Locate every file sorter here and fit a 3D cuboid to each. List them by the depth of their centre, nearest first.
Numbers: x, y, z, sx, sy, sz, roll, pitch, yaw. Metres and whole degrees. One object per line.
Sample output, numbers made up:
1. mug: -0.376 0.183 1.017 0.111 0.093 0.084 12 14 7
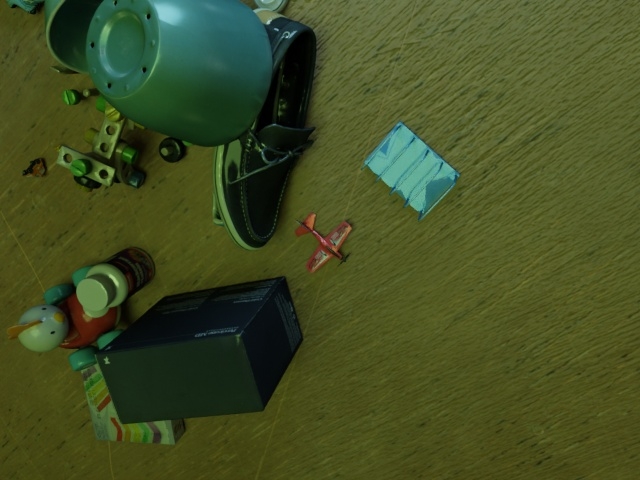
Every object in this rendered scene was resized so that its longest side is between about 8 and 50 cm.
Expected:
1. file sorter: 0.182 -0.140 1.234 0.170 0.104 0.118 42 111 -1

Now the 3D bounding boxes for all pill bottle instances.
1. pill bottle: -0.488 0.094 1.429 0.108 0.193 0.108 4 108 13

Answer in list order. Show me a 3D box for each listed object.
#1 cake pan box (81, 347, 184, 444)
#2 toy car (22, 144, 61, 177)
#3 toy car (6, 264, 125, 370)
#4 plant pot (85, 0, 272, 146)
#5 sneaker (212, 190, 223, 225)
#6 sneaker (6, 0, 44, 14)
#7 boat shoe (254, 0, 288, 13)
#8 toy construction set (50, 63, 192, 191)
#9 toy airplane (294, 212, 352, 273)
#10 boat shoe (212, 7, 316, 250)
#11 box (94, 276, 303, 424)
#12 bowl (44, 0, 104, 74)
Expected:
1. cake pan box: -0.501 0.408 1.600 0.246 0.070 0.266 -1 106 12
2. toy car: -0.669 -0.183 1.465 0.122 0.060 0.040 -18 134 25
3. toy car: -0.626 0.197 1.444 0.210 0.238 0.219 -30 79 21
4. plant pot: -0.274 -0.331 1.096 0.293 0.235 0.292 1 91 31
5. sneaker: -0.196 -0.142 1.340 0.085 0.086 0.237 13 108 12
6. sneaker: -0.639 -0.547 1.349 0.162 0.063 0.073 9 126 16
7. boat shoe: -0.102 -0.586 1.175 0.096 0.088 0.267 11 109 10
8. toy construction set: -0.474 -0.248 1.295 0.257 0.237 0.309 -38 94 22
9. toy airplane: 0.000 0.000 1.364 0.151 0.028 0.151 4 106 12
10. boat shoe: -0.105 -0.212 1.237 0.156 0.187 0.500 17 106 30
11. box: -0.256 0.240 1.352 0.343 0.312 0.178 -10 104 17
12. bowl: -0.412 -0.491 1.198 0.312 0.311 0.163 -32 77 21
